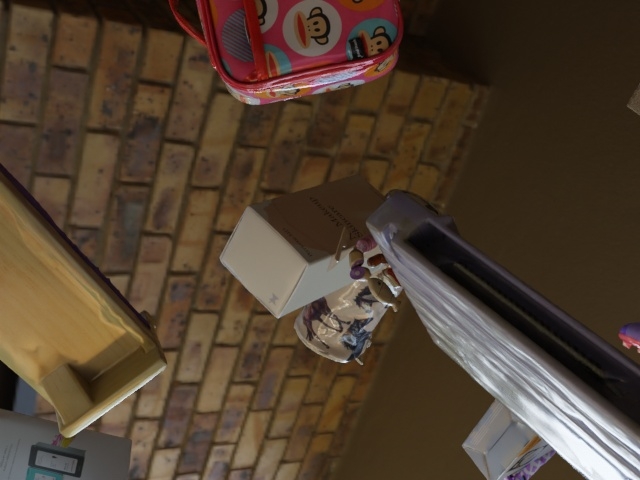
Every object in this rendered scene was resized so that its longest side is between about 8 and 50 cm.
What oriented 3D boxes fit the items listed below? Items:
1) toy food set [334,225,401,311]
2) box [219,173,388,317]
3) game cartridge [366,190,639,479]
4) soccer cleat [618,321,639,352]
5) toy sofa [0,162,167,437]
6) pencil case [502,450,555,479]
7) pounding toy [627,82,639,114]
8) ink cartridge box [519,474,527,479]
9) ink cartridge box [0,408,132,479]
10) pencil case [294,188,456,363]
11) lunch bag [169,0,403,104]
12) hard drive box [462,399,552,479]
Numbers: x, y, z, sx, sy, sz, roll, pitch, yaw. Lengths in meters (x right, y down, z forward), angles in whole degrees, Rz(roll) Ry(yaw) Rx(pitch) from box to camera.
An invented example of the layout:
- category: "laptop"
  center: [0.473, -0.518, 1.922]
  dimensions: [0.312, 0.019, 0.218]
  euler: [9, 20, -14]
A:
- category: "toy food set"
  center: [0.074, 0.033, 1.066]
  dimensions: [0.019, 0.122, 0.078]
  euler: [-24, -141, 45]
- category: "box"
  center: [0.000, 0.000, 1.317]
  dimensions: [0.148, 0.311, 0.121]
  euler: [43, -56, 18]
- category: "game cartridge"
  center: [0.194, 0.115, 0.668]
  dimensions: [0.068, 0.230, 0.355]
  euler: [-44, -134, -5]
- category: "soccer cleat"
  center: [0.572, 0.150, 1.228]
  dimensions: [0.083, 0.247, 0.095]
  euler: [-146, -108, -74]
- category: "toy sofa"
  center: [-0.340, 0.033, 0.881]
  dimensions: [0.150, 0.363, 0.177]
  euler: [-36, -145, -3]
- category: "pencil case"
  center: [0.426, 0.420, 1.609]
  dimensions: [0.086, 0.206, 0.088]
  euler: [47, -21, 13]
- category: "pounding toy"
  center: [0.517, -0.184, 1.066]
  dimensions: [0.141, 0.130, 0.100]
  euler: [-94, -154, -66]
- category: "ink cartridge box"
  center: [0.418, 0.554, 1.320]
  dimensions: [0.186, 0.065, 0.311]
  euler: [88, -22, -51]
- category: "ink cartridge box"
  center: [-0.503, 0.457, 1.414]
  dimensions: [0.198, 0.270, 0.197]
  euler: [-56, -155, 34]
- category: "pencil case"
  center: [0.121, 0.080, 1.753]
  dimensions: [0.410, 0.183, 0.160]
  euler: [-55, -154, 20]
- category: "lunch bag"
  center: [-0.051, -0.312, 0.922]
  dimensions: [0.120, 0.258, 0.293]
  euler: [41, 36, -85]
- category: "hard drive box"
  center: [0.384, 0.302, 1.378]
  dimensions: [0.089, 0.232, 0.181]
  euler: [52, -39, 29]
